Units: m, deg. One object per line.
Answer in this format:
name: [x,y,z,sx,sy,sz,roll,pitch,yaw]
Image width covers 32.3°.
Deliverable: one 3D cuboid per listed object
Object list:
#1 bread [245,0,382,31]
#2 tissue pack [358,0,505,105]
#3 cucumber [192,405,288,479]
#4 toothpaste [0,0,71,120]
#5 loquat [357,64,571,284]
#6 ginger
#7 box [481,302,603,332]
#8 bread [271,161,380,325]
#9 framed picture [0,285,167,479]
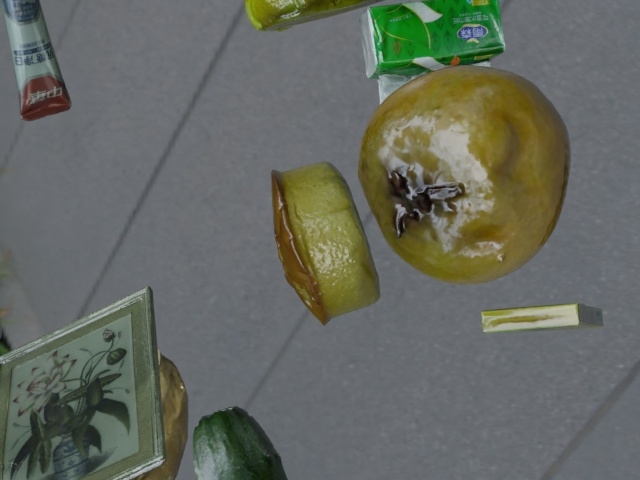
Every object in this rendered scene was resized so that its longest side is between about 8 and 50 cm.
bread: [0.046,-0.442,1.841,0.166,0.384,0.112,-6,105,57]
tissue pack: [0.179,-0.302,1.774,0.148,0.209,0.156,-143,44,-84]
cucumber: [-0.141,0.427,1.951,0.145,0.105,0.325,-32,58,17]
toothpaste: [-0.331,-0.249,1.233,0.039,0.062,0.239,42,144,53]
loquat: [0.132,-0.062,1.062,0.213,0.213,0.213,-5,83,46]
ginger: [-0.247,0.348,1.430,0.122,0.363,0.348,18,61,11]
box: [0.374,0.131,1.833,0.153,0.279,0.041,-5,83,22]
bread: [0.000,0.000,1.813,0.148,0.270,0.269,-18,68,0]
framed picture: [-0.212,0.140,0.929,0.173,0.010,0.231,-26,34,4]
